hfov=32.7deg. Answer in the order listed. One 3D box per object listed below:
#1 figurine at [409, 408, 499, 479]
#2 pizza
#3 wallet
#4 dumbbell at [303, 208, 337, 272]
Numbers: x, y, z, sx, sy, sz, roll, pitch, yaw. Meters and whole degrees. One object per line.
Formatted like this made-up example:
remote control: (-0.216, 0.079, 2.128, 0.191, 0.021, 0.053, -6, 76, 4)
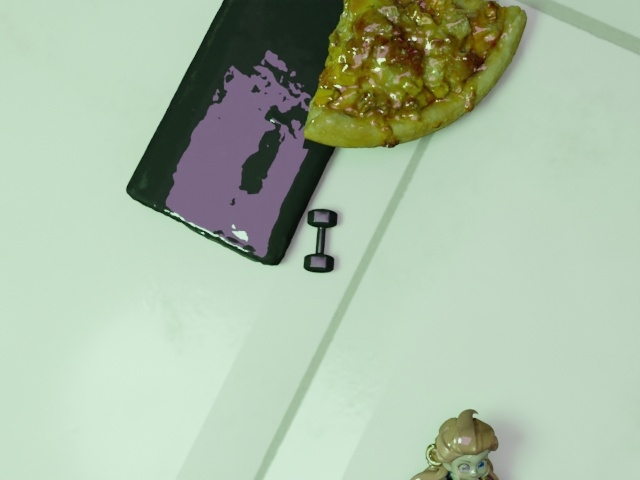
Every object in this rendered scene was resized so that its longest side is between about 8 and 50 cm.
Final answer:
figurine: (0.165, 0.279, 1.316, 0.126, 0.114, 0.157, -8, 97, -12)
pizza: (0.106, -0.242, 1.374, 0.335, 0.086, 0.226, -28, 101, -12)
wallet: (-0.067, -0.190, 1.429, 0.228, 0.062, 0.406, 26, 84, 7)
dumbbell: (0.000, 0.000, 1.409, 0.036, 0.040, 0.083, 9, 81, -27)
